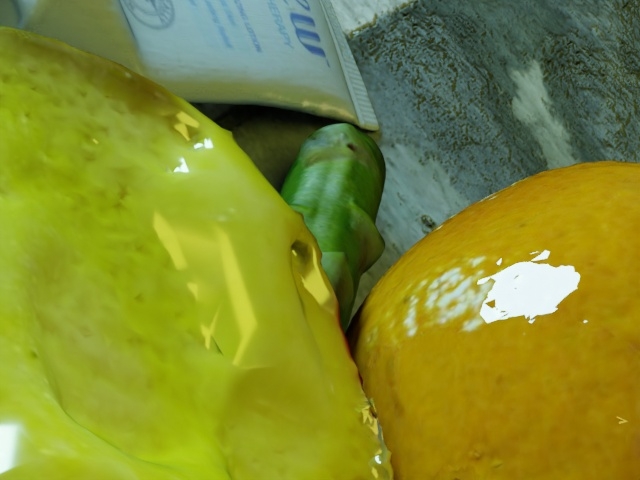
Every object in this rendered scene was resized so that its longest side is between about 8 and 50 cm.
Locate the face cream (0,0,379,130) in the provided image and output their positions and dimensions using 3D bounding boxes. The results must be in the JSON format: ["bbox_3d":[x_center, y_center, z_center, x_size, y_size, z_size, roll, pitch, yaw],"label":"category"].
[{"bbox_3d":[-0.120,-0.189,1.093,0.420,0.137,0.235,0,62,-54],"label":"face cream"}]

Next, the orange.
[{"bbox_3d":[0.173,0.158,0.932,0.424,0.326,0.424,-13,90,-68],"label":"orange"}]

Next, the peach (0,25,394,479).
[{"bbox_3d":[-0.129,0.114,0.762,0.306,0.242,0.380,20,40,-36],"label":"peach"}]

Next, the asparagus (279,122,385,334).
[{"bbox_3d":[0.000,-0.002,1.004,0.343,0.085,0.082,-73,158,-68],"label":"asparagus"}]
